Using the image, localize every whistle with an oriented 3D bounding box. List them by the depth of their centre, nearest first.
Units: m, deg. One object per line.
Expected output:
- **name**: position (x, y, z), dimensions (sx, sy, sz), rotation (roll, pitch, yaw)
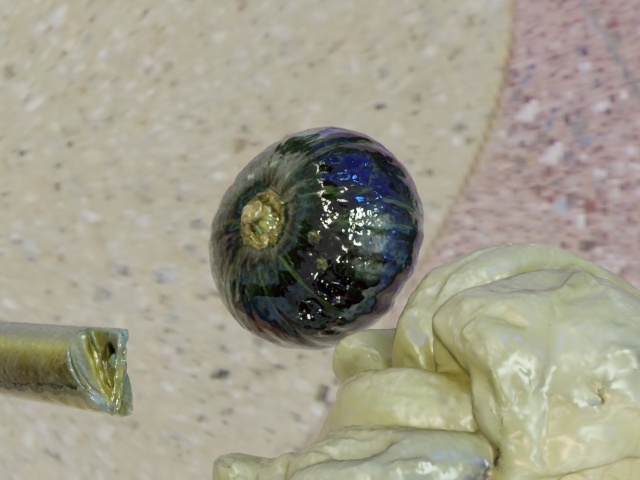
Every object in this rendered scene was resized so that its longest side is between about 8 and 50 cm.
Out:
- **whistle**: position (-0.252, 0.094, 1.540), dimensions (0.057, 0.326, 0.068), rotation (7, 87, -40)

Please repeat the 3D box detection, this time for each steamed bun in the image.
- **steamed bun**: position (0.112, 0.139, 1.354), dimensions (0.372, 0.325, 0.230), rotation (-34, 63, 1)

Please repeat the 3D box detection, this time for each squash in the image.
- **squash**: position (-0.004, -0.002, 1.594), dimensions (0.156, 0.193, 0.193), rotation (-5, 92, -35)
